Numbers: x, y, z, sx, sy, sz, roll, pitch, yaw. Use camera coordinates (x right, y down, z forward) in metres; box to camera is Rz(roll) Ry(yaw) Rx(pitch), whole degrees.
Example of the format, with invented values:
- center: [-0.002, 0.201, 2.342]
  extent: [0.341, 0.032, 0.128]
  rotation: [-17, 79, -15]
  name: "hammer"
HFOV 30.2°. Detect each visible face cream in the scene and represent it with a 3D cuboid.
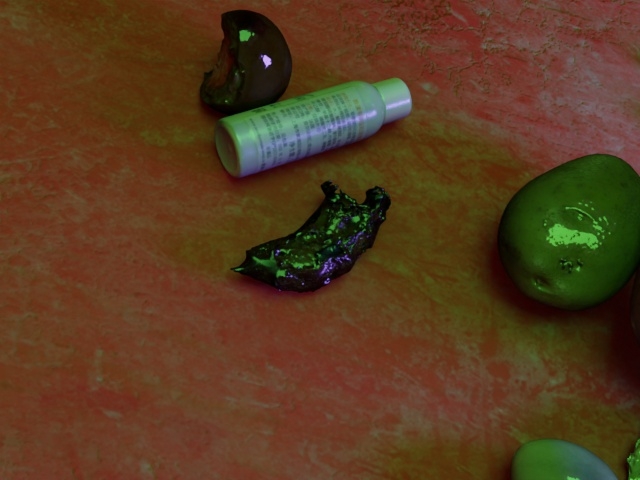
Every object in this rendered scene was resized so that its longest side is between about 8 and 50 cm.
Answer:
- center: [-0.003, -0.154, 1.550]
  extent: [0.269, 0.082, 0.082]
  rotation: [-18, 69, -24]
  name: "face cream"

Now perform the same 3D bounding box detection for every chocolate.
- center: [-0.098, -0.233, 1.536]
  extent: [0.127, 0.133, 0.124]
  rotation: [-30, 78, -24]
  name: "chocolate"

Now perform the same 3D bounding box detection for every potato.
- center: [0.336, -0.021, 1.534]
  extent: [0.174, 0.159, 0.251]
  rotation: [53, 50, -12]
  name: "potato"

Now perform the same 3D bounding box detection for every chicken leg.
- center: [0.000, 0.000, 1.480]
  extent: [0.105, 0.063, 0.234]
  rotation: [41, 61, 13]
  name: "chicken leg"

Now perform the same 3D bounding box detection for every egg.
- center: [0.286, 0.295, 1.375]
  extent: [0.152, 0.114, 0.114]
  rotation: [43, 60, 12]
  name: "egg"

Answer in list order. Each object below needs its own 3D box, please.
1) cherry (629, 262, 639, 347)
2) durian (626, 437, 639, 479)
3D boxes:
- center: [0.514, 0.059, 1.448]
  extent: [0.261, 0.221, 0.307]
  rotation: [11, 77, -13]
  name: "cherry"
- center: [0.413, 0.300, 1.423]
  extent: [0.078, 0.140, 0.224]
  rotation: [37, 78, -13]
  name: "durian"
